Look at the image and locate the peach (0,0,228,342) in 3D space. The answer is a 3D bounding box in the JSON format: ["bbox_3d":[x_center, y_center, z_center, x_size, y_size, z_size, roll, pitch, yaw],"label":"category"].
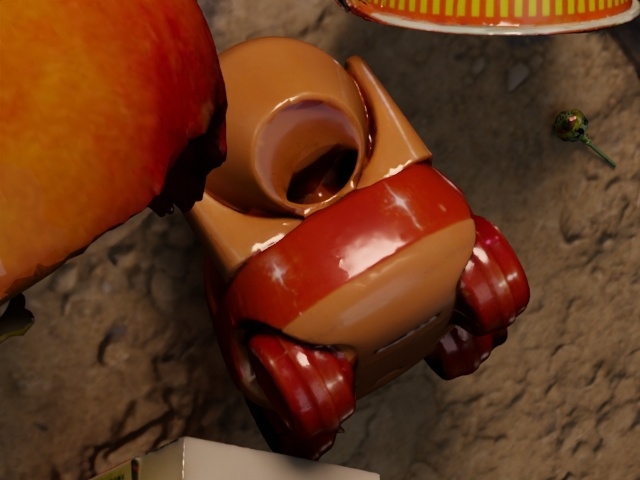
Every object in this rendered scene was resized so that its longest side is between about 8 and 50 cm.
[{"bbox_3d":[-0.262,-0.060,0.784,0.406,0.335,0.310,-30,94,11],"label":"peach"}]

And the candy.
[{"bbox_3d":[0.203,-0.075,1.220,0.083,0.023,0.025,30,83,-43],"label":"candy"}]

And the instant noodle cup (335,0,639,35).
[{"bbox_3d":[0.104,-0.245,0.991,0.193,0.193,0.212,-9,110,-24],"label":"instant noodle cup"}]

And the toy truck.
[{"bbox_3d":[0.000,0.000,1.067,0.189,0.239,0.265,-29,166,-12],"label":"toy truck"}]

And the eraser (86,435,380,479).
[{"bbox_3d":[-0.089,0.188,1.095,0.157,0.038,0.230,16,150,-33],"label":"eraser"}]
